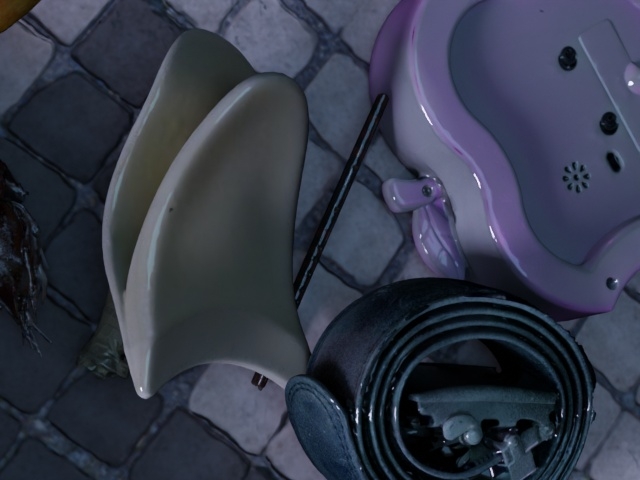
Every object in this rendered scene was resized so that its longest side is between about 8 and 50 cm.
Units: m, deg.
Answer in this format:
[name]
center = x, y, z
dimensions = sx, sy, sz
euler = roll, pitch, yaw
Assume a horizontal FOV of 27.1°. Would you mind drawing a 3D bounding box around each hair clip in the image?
[hair clip]
center = -0.083, -0.024, 1.040
dimensions = 0.172, 0.113, 0.282
euler = 5, 95, -43

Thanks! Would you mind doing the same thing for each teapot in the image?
[teapot]
center = -0.155, 0.073, 1.052
dimensions = 0.057, 0.067, 0.083
euler = 36, 81, -45

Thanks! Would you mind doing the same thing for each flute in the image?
[flute]
center = 0.000, 0.000, 1.111
dimensions = 0.014, 0.014, 0.270
euler = 25, 86, -13

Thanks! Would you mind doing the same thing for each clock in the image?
[clock]
center = 0.205, -0.104, 1.166
dimensions = 0.338, 0.102, 0.339
euler = 2, 83, -17

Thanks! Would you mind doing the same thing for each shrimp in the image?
[shrimp]
center = -0.244, 0.012, 1.032
dimensions = 0.056, 0.065, 0.165
euler = -15, 93, 13

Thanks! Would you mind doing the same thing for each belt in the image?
[belt]
center = 0.093, 0.132, 1.075
dimensions = 0.267, 0.116, 0.207
euler = 17, 89, -31

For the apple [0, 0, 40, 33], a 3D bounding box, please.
[apple]
center = -0.283, -0.257, 0.951
dimensions = 0.264, 0.264, 0.265
euler = 2, 83, -17
